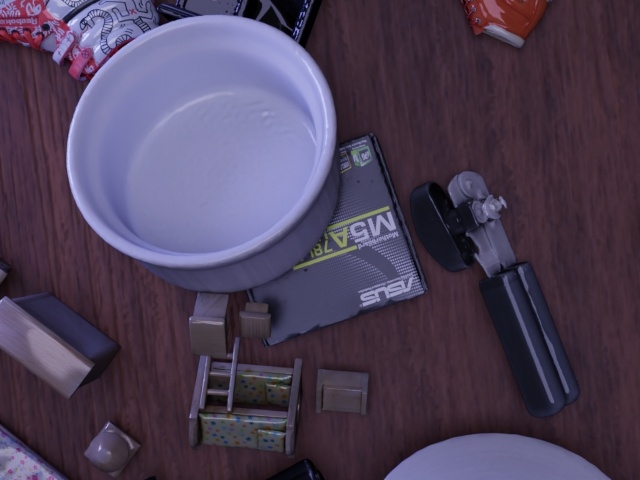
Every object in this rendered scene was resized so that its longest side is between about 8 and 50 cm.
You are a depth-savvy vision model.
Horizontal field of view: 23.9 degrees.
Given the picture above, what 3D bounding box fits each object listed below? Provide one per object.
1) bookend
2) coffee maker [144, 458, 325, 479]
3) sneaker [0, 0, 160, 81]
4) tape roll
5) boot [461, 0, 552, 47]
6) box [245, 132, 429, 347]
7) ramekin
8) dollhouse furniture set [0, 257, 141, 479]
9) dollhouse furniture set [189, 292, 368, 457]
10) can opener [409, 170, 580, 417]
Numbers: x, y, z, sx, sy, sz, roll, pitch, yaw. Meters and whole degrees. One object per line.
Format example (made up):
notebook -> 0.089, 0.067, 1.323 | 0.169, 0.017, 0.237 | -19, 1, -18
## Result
bookend -> -0.071, -0.288, 1.621 | 0.156, 0.072, 0.157 | 21, 91, 3
coffee maker -> -0.073, 0.300, 1.596 | 0.178, 0.120, 0.171 | -26, 97, -2
sneaker -> -0.306, -0.232, 1.624 | 0.270, 0.090, 0.145 | -18, 87, 0
tape roll -> 0.179, 0.331, 1.507 | 0.286, 0.286, 0.100 | 3, 133, 3
boot -> 0.166, -0.268, 1.618 | 0.158, 0.059, 0.085 | 27, 97, 1
box -> 0.000, 0.000, 1.633 | 0.190, 0.045, 0.184 | -18, 87, 4
ramekin -> -0.109, -0.080, 1.555 | 0.277, 0.135, 0.277 | -4, 68, 9
dollhouse furniture set -> -0.384, 0.218, 1.590 | 0.303, 0.174, 0.355 | 38, 92, 3
dollhouse furniture set -> -0.043, 0.146, 1.565 | 0.181, 0.161, 0.101 | 4, 47, 4
can opener -> 0.192, 0.056, 1.620 | 0.093, 0.074, 0.280 | -27, 87, 37
